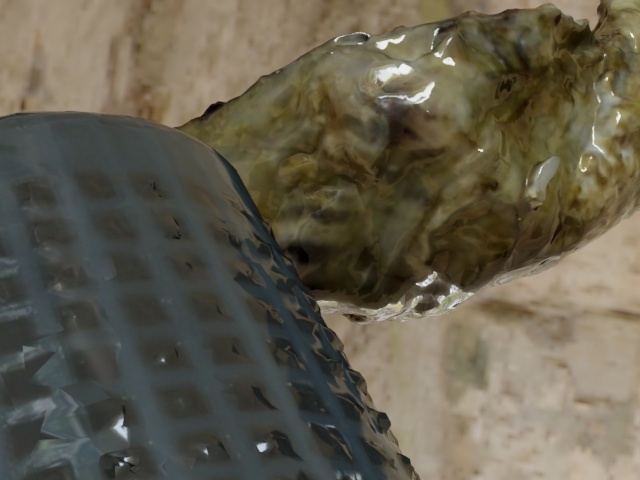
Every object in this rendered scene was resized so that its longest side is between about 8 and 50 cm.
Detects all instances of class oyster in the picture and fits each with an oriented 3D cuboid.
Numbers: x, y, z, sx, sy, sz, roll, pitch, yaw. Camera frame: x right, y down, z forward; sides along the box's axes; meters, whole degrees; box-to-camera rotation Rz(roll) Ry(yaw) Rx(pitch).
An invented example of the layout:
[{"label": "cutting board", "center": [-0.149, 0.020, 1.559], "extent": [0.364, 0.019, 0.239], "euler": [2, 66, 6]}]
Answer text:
[{"label": "oyster", "center": [0.004, 0.004, 0.601], "extent": [0.094, 0.294, 0.166], "euler": [64, 16, 18]}]

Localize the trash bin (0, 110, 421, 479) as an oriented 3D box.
[{"label": "trash bin", "center": [-0.050, 0.066, 0.371], "extent": [0.175, 0.175, 0.161], "euler": [75, -6, -60]}]
